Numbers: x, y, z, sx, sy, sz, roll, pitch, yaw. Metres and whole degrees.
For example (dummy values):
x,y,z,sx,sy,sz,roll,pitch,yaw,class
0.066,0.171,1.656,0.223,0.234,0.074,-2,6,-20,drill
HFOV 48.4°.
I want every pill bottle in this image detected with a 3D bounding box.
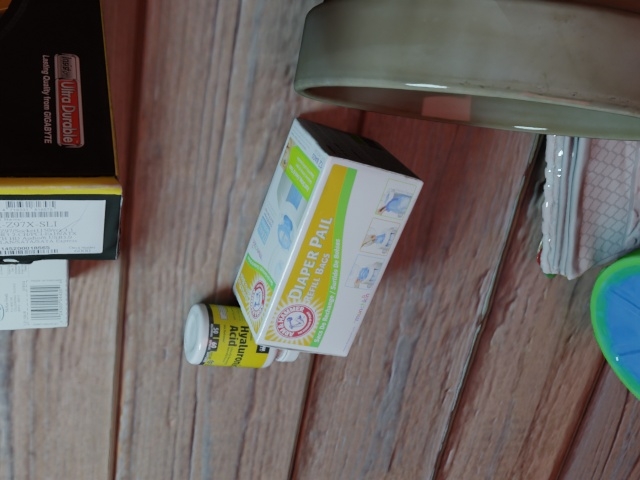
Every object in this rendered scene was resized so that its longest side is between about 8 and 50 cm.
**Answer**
x,y,z,sx,sy,sz,roll,pitch,yaw,class
-0.082,0.103,0.764,0.116,0.065,0.065,7,113,-25,pill bottle

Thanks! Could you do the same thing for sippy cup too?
x,y,z,sx,sy,sz,roll,pitch,yaw,class
0.481,0.075,0.828,0.224,0.305,0.240,-27,122,-23,sippy cup

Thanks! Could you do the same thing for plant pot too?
x,y,z,sx,sy,sz,roll,pitch,yaw,class
0.157,-0.235,0.566,0.323,0.323,0.280,6,98,-24,plant pot

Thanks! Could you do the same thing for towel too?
x,y,z,sx,sy,sz,roll,pitch,yaw,class
0.398,-0.136,0.819,0.317,0.053,0.331,-19,122,-18,towel

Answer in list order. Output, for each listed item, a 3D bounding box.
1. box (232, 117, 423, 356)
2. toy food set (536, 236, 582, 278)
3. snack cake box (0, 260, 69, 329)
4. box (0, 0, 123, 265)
x,y,z,sx,sy,sz,roll,pitch,yaw,class
0.000,0.000,0.713,0.103,0.114,0.203,12,112,-26,box
0.307,0.010,0.892,0.083,0.020,0.083,2,115,-22,toy food set
-0.287,-0.057,0.587,0.152,0.089,0.264,0,116,-19,snack cake box
-0.262,-0.130,0.426,0.257,0.322,0.079,-2,144,-19,box
